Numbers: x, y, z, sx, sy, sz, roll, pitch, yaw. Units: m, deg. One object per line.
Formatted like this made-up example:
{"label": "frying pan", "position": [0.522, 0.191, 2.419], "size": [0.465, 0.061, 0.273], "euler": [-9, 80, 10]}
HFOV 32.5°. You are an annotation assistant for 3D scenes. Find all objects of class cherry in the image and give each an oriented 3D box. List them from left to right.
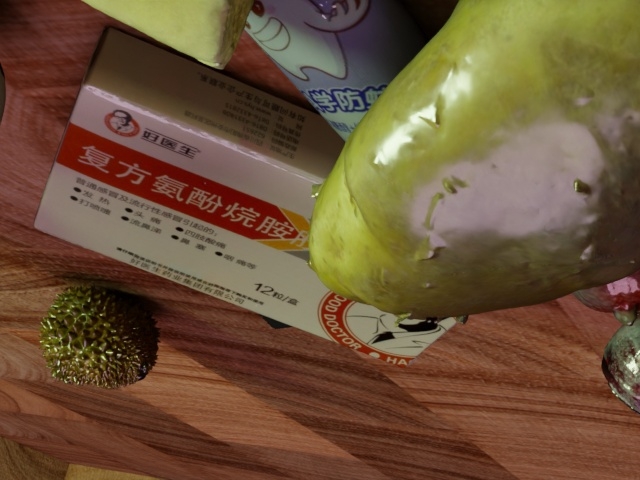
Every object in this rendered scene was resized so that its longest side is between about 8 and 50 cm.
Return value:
{"label": "cherry", "position": [0.234, 0.039, 0.771], "size": [0.225, 0.090, 0.107], "euler": [56, 160, 11]}

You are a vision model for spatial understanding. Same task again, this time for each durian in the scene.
{"label": "durian", "position": [-0.286, 0.127, 1.403], "size": [0.168, 0.136, 0.158], "euler": [18, -178, 14]}

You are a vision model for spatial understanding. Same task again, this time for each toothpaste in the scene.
{"label": "toothpaste", "position": [0.012, -0.123, 0.659], "size": [0.125, 0.080, 0.371], "euler": [1, 148, 40]}

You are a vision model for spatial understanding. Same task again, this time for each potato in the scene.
{"label": "potato", "position": [0.111, -0.042, 0.597], "size": [0.192, 0.141, 0.296], "euler": [21, 139, -34]}

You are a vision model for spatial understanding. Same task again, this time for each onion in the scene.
{"label": "onion", "position": [0.352, 0.102, 0.970], "size": [0.206, 0.151, 0.098], "euler": [10, 128, -21]}

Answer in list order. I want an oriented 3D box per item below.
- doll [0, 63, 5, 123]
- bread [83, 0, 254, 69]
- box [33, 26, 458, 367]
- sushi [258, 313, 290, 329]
{"label": "doll", "position": [-0.316, -0.097, 0.708], "size": [0.221, 0.251, 0.221], "euler": [38, 161, 16]}
{"label": "bread", "position": [-0.111, -0.172, 0.551], "size": [0.178, 0.060, 0.139], "euler": [27, 151, 0]}
{"label": "box", "position": [-0.036, -0.018, 0.876], "size": [0.353, 0.069, 0.214], "euler": [21, 146, -14]}
{"label": "sushi", "position": [0.000, 0.000, 0.992], "size": [0.215, 0.050, 0.192], "euler": [-10, 140, 31]}
